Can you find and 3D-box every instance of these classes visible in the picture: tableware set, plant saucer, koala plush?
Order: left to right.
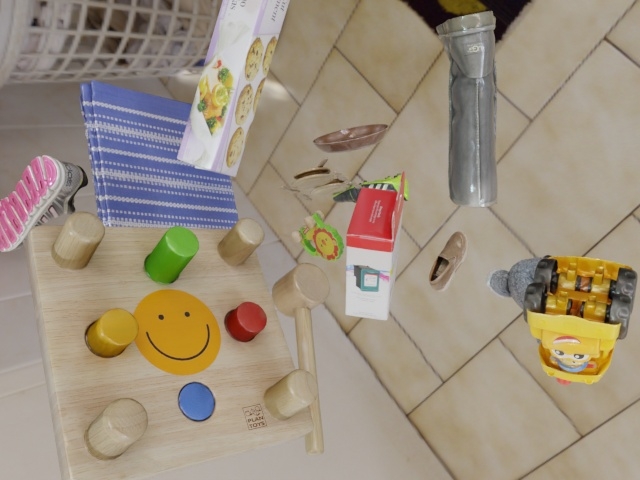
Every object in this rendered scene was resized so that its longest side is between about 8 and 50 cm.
[{"bbox_3d":[0.001,-0.126,1.251,0.128,0.194,0.039,-13,81,17],"label":"tableware set"},{"bbox_3d":[0.068,-0.221,1.326,0.168,0.168,0.029,5,116,42],"label":"plant saucer"},{"bbox_3d":[0.457,0.112,1.205,0.196,0.221,0.203,-7,54,61],"label":"koala plush"}]

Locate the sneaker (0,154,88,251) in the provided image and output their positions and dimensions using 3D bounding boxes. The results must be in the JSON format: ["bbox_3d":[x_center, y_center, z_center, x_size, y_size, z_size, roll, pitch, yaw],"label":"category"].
[{"bbox_3d":[-0.355,-0.043,0.777,0.170,0.075,0.063,-42,73,26],"label":"sneaker"}]

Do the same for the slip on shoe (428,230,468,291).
[{"bbox_3d":[0.257,0.038,1.236,0.051,0.041,0.135,19,76,48],"label":"slip on shoe"}]

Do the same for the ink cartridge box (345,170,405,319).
[{"bbox_3d":[0.092,0.006,1.026,0.078,0.134,0.231,8,130,10],"label":"ink cartridge box"}]

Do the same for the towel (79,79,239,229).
[{"bbox_3d":[-0.231,-0.071,0.919,0.040,0.243,0.336,-25,71,41],"label":"towel"}]

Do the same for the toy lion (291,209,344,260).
[{"bbox_3d":[0.000,0.000,1.130,0.096,0.034,0.100,54,144,6],"label":"toy lion"}]

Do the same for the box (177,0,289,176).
[{"bbox_3d":[-0.108,-0.249,0.821,0.063,0.067,0.324,20,95,23],"label":"box"}]

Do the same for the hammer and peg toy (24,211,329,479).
[{"bbox_3d":[-0.102,0.102,0.644,0.127,0.361,0.266,-44,57,40],"label":"hammer and peg toy"}]

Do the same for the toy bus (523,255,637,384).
[{"bbox_3d":[0.406,0.150,0.969,0.149,0.220,0.211,9,114,27],"label":"toy bus"}]

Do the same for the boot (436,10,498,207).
[{"bbox_3d":[0.181,-0.155,0.724,0.076,0.189,0.209,-7,105,19],"label":"boot"}]

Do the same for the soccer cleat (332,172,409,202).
[{"bbox_3d":[0.118,-0.102,1.396,0.060,0.178,0.072,142,115,-84],"label":"soccer cleat"}]
